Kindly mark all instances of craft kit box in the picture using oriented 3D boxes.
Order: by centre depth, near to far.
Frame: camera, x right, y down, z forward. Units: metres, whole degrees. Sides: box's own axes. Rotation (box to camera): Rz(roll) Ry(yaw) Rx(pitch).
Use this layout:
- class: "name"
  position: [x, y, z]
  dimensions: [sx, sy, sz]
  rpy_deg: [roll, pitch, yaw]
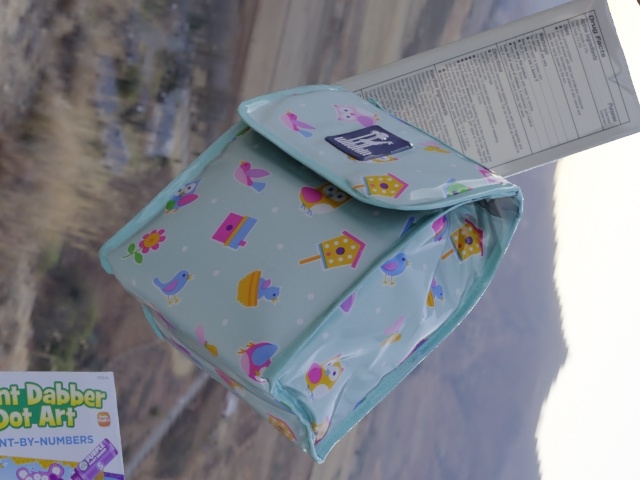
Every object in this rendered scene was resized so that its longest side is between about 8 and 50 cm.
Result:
- class: "craft kit box"
  position: [-0.279, 0.234, 1.066]
  dimensions: [0.061, 0.249, 0.247]
  rpy_deg: [-31, -116, 45]

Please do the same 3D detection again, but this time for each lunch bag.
- class: "lunch bag"
  position: [0.000, 0.000, 0.991]
  dimensions: [0.262, 0.223, 0.160]
  rpy_deg: [-45, 140, -14]

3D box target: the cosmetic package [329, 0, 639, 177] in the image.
- class: "cosmetic package"
  position: [0.179, -0.144, 1.392]
  dimensions: [0.113, 0.309, 0.160]
  rpy_deg: [-50, 123, -86]

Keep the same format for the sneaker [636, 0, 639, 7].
- class: "sneaker"
  position: [0.323, -0.238, 1.228]
  dimensions: [0.067, 0.042, 0.118]
  rpy_deg: [44, 26, -40]
